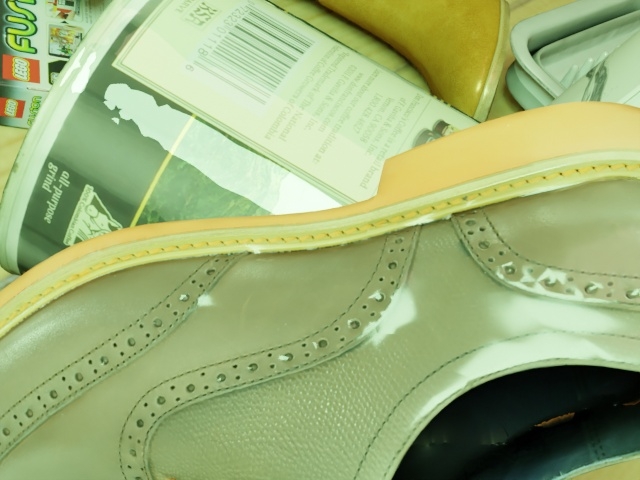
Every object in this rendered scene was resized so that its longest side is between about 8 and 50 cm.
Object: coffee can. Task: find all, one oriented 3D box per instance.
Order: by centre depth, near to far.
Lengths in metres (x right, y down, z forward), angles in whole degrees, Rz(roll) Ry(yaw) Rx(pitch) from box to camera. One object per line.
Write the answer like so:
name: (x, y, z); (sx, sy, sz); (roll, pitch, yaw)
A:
coffee can: (0.000, 0.000, 0.567); (0.275, 0.201, 0.201); (30, 44, 3)

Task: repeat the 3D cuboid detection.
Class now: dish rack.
dish rack: (0.326, -0.079, 0.894); (0.286, 0.072, 0.333); (-26, 65, -39)

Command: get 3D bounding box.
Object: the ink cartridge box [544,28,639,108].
ink cartridge box: (0.249, -0.035, 0.636); (0.207, 0.283, 0.117); (42, 41, -10)

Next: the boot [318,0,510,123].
boot: (0.035, -0.197, 0.850); (0.211, 0.104, 0.295); (12, 41, -9)

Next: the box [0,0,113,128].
box: (-0.175, -0.160, 0.744); (0.114, 0.036, 0.207); (6, 48, -22)

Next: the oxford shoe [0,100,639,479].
oxford shoe: (-0.022, 0.069, 0.389); (0.364, 0.130, 0.132); (-23, 45, 13)
